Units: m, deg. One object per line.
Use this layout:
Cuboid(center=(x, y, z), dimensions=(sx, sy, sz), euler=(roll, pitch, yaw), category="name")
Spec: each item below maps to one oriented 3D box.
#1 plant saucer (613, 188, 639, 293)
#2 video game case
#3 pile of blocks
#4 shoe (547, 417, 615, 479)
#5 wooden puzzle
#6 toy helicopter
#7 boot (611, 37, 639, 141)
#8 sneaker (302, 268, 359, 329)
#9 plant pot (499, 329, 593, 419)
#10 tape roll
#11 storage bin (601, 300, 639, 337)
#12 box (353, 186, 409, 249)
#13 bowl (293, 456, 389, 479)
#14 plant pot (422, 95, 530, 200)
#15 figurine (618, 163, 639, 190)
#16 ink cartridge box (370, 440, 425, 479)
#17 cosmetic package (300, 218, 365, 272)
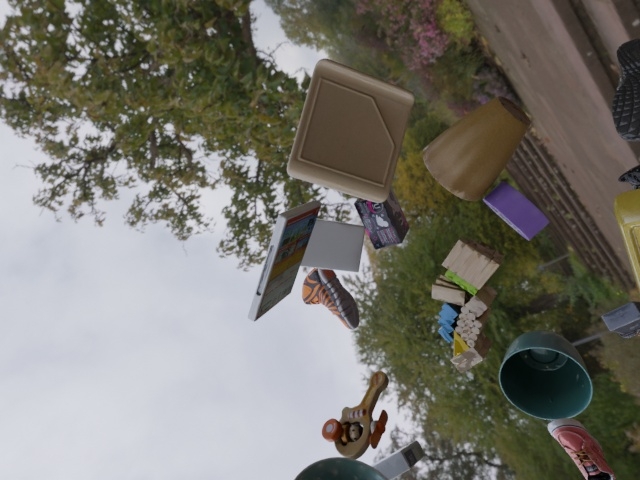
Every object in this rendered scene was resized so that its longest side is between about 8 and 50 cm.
Cuboid(center=(0.648, 0.057, 0.627), dimensions=(0.081, 0.333, 0.333), euler=(-15, -92, -20), category="plant saucer")
Cuboid(center=(-0.087, 0.046, 1.006), dimensions=(0.025, 0.285, 0.204), euler=(26, -157, 15), category="video game case")
Cuboid(center=(0.373, 0.153, 1.022), dimensions=(0.112, 0.149, 0.362), euler=(-28, -56, -48), category="pile of blocks")
Cuboid(center=(0.559, 0.449, 0.852), dimensions=(0.178, 0.063, 0.081), euler=(38, -152, -23), category="shoe")
Cuboid(center=(0.063, -0.219, 0.826), dimensions=(0.221, 0.238, 0.044), euler=(16, -176, -13), category="wooden puzzle")
Cuboid(center=(0.181, 0.673, 1.563), dimensions=(0.140, 0.235, 0.355), euler=(48, -121, -24), category="toy helicopter")
Cuboid(center=(0.847, -0.342, 1.045), dimensions=(0.223, 0.118, 0.338), euler=(42, -119, -39), category="boot")
Cuboid(center=(0.038, 0.276, 1.808), dimensions=(0.124, 0.180, 0.321), euler=(-12, -111, -55), category="sneaker")
Cuboid(center=(0.845, 0.476, 1.518), dimensions=(0.293, 0.293, 0.235), euler=(56, -147, 1), category="plant pot")
Cuboid(center=(0.602, -0.092, 1.241), dimensions=(0.189, 0.080, 0.189), euler=(38, -163, -14), category="tape roll")
Cuboid(center=(0.957, 0.245, 1.240), dimensions=(0.091, 0.135, 0.098), euler=(11, -129, -24), category="storage bin")
Cuboid(center=(0.284, -0.111, 1.819), dimensions=(0.247, 0.142, 0.163), euler=(63, -145, -18), category="box")
Cuboid(center=(0.053, 0.731, 0.997), dimensions=(0.311, 0.163, 0.311), euler=(8, -156, -4), category="bowl")
Cuboid(center=(0.477, -0.290, 1.193), dimensions=(0.237, 0.254, 0.237), euler=(19, -135, -20), category="plant pot")
Cuboid(center=(1.059, -0.200, 1.206), dimensions=(0.215, 0.209, 0.092), euler=(39, -160, 0), category="figurine")
Cuboid(center=(0.196, 0.831, 1.424), dimensions=(0.071, 0.330, 0.324), euler=(60, -171, 28), category="ink cartridge box")
Cuboid(center=(0.000, 0.000, 1.496), dimensions=(0.230, 0.161, 0.453), euler=(7, -177, -7), category="cosmetic package")
